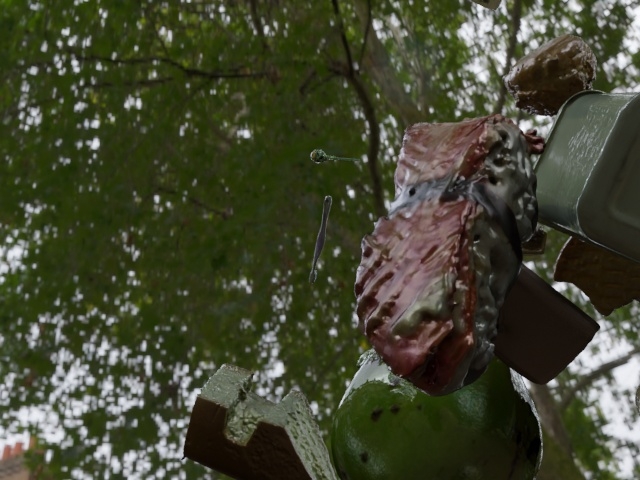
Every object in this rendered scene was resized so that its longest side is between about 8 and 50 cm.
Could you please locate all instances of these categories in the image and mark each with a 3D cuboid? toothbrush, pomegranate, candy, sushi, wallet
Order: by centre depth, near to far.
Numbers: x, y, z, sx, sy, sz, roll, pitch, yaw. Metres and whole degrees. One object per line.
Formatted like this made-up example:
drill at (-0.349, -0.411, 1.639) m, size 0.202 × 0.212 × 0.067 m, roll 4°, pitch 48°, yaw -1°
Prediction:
sushi at (0.113, 0.000, 0.825) m, size 0.124 × 0.332 × 0.130 m, roll -5°, pitch -42°, yaw 32°
wallet at (0.185, 0.071, 0.937) m, size 0.152 × 0.039 × 0.118 m, roll 37°, pitch -41°, yaw 8°
pomegranate at (0.130, 0.263, 1.140) m, size 0.260 × 0.260 × 0.341 m, roll 15°, pitch -89°, yaw -20°
toothbrush at (0.000, 0.000, 1.250) m, size 0.011 × 0.013 × 0.131 m, roll 19°, pitch -60°, yaw 14°
candy at (0.024, -0.139, 1.593) m, size 0.083 × 0.023 × 0.025 m, roll 5°, pitch -12°, yaw 12°

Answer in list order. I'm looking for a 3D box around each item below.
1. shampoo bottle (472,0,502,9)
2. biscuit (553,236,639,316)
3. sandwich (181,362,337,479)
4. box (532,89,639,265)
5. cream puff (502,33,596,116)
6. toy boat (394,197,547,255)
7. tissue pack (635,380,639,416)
shampoo bottle at (0.220, -0.343, 1.172) m, size 0.049 × 0.034 × 0.141 m, roll 30°, pitch -27°, yaw 5°
biscuit at (0.435, 0.039, 1.269) m, size 0.228 × 0.031 × 0.176 m, roll 28°, pitch -54°, yaw 22°
sandwich at (-0.068, 0.279, 1.313) m, size 0.235 × 0.122 × 0.128 m, roll 20°, pitch -75°, yaw 12°
box at (0.420, -0.031, 1.017) m, size 0.352 × 0.344 × 0.177 m, roll 24°, pitch -83°, yaw 3°
cream puff at (0.339, -0.235, 1.379) m, size 0.126 × 0.144 × 0.103 m, roll -25°, pitch -78°, yaw 41°
toy boat at (0.193, -0.018, 1.242) m, size 0.206 × 0.072 × 0.064 m, roll 12°, pitch -93°, yaw -3°
tissue pack at (0.651, 0.214, 1.332) m, size 0.387 × 0.267 × 0.277 m, roll -35°, pitch -21°, yaw 21°
